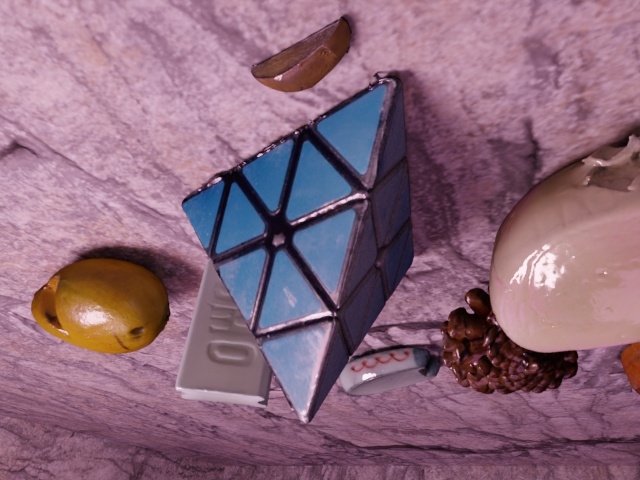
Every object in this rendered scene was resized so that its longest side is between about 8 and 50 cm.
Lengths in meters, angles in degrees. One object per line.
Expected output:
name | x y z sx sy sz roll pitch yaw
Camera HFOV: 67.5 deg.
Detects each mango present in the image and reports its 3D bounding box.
mango | -0.353 0.105 0.753 0.262 0.129 0.167 -15 137 37

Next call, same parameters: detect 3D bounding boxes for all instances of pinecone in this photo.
pinecone | 0.264 0.144 0.691 0.179 0.149 0.195 14 148 -13

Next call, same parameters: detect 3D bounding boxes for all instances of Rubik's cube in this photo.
Rubik's cube | 0.000 -0.002 0.515 0.228 0.229 0.233 -32 101 -7

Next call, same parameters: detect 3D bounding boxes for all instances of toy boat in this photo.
toy boat | 0.136 0.261 0.990 0.208 0.078 0.134 -22 147 21

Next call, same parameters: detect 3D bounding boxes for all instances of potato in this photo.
potato | -0.013 -0.138 0.391 0.093 0.036 0.037 -16 139 30

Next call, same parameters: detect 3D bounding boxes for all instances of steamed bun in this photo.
steamed bun | 0.260 -0.005 0.453 0.239 0.170 0.152 -28 112 38

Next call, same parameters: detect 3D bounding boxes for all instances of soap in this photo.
soap | -0.119 0.124 0.676 0.119 0.197 0.066 6 147 -1

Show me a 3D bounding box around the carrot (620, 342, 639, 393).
carrot | 0.659 0.220 0.803 0.259 0.100 0.307 0 150 14
